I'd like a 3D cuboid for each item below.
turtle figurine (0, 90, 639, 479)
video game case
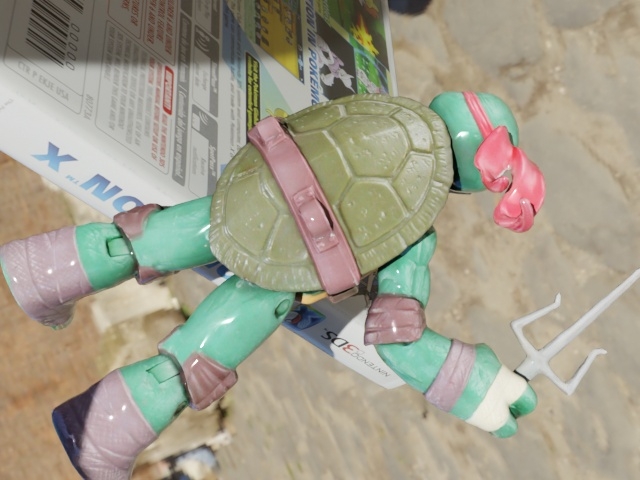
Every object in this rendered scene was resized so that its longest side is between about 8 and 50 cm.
[{"bbox_3d":[0.000,0.000,0.436,0.118,0.234,0.175,68,177,-46],"label":"turtle figurine"},{"bbox_3d":[-0.052,-0.120,0.588,0.300,0.036,0.329,36,-142,-40],"label":"video game case"}]
